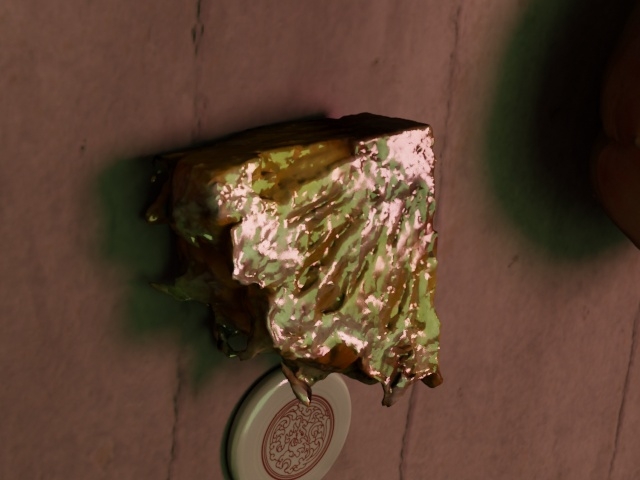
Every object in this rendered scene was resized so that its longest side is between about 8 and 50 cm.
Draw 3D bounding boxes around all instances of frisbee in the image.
[{"bbox_3d":[-0.020,0.137,1.032,0.110,0.014,0.110,-19,119,-37],"label":"frisbee"}]

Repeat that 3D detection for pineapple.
[{"bbox_3d":[0.000,0.000,0.928,0.186,0.114,0.236,-52,131,-13],"label":"pineapple"}]

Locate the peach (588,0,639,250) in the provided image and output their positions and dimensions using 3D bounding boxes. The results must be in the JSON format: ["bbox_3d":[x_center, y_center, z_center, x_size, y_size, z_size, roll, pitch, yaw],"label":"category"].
[{"bbox_3d":[0.337,-0.094,1.100,0.292,0.247,0.292,-27,128,-42],"label":"peach"}]
